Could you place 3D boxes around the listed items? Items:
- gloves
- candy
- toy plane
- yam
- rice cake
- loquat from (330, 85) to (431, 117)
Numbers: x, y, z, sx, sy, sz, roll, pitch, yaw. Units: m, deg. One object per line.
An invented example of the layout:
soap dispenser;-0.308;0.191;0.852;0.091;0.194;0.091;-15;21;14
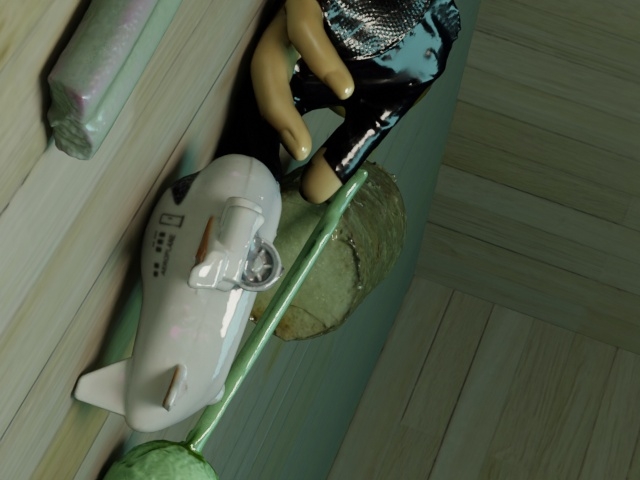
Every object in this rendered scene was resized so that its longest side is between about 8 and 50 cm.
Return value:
gloves;0.007;-0.143;1.430;0.301;0.152;0.197;-55;139;-24
candy;-0.074;0.115;1.450;0.440;0.119;0.119;-60;170;-12
toy plane;-0.107;0.040;1.257;0.245;0.117;0.244;-159;-90;-81
yam;0.000;0.000;1.662;0.304;0.168;0.168;-38;147;-76
rice cake;-0.114;-0.159;0.977;0.080;0.042;0.221;95;17;-65
loquat;0.061;-0.205;1.677;0.195;0.152;0.152;-71;178;-66
